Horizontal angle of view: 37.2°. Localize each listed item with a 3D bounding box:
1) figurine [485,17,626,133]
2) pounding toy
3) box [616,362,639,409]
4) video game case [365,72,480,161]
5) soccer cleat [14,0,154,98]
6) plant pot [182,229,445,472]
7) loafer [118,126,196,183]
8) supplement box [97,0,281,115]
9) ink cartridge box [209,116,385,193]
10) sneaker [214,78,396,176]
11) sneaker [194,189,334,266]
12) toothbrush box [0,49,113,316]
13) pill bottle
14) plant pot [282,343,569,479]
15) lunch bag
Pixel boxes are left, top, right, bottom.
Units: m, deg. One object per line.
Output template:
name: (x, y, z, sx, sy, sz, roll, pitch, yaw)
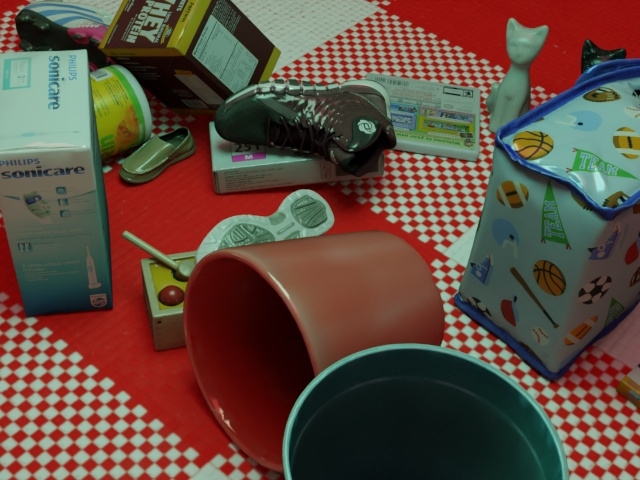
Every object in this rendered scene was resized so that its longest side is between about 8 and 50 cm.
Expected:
figurine: (0.393, -0.265, 1.615, 0.215, 0.209, 0.092, 21, 46, 16)
pounding toy: (-0.195, 0.060, 1.302, 0.130, 0.100, 0.141, -8, 46, -15)
box: (0.477, 0.188, 1.294, 0.136, 0.028, 0.081, -32, 55, -30)
video game case: (0.176, -0.221, 1.683, 0.212, 0.023, 0.193, 9, 44, 2)
soccer cleat: (-0.392, -0.362, 1.702, 0.331, 0.116, 0.143, 26, 46, 19)
plant pot: (0.004, 0.110, 1.174, 0.243, 0.275, 0.275, -20, 49, -37)
loafer: (-0.265, -0.143, 1.538, 0.056, 0.050, 0.148, 33, 50, 25)
supplement box: (-0.210, -0.307, 1.537, 0.191, 0.194, 0.129, 9, 69, 39)
ink cartridge box: (-0.047, -0.188, 1.583, 0.275, 0.060, 0.239, -7, 47, -4)
sneaker: (-0.014, -0.163, 1.446, 0.281, 0.106, 0.162, -9, 49, -8)
sneaker: (-0.084, 0.015, 1.311, 0.232, 0.115, 0.090, -23, 71, -41)
toothbrush box: (-0.358, -0.076, 1.286, 0.126, 0.295, 0.216, -5, 46, -11)
pill bottle: (-0.403, -0.176, 1.497, 0.245, 0.136, 0.136, -27, 53, -29)
plant pot: (0.092, 0.291, 0.987, 0.271, 0.255, 0.272, 2, 45, -2)
lunch bag: (0.394, -0.056, 1.325, 0.385, 0.328, 0.239, -30, 56, -29)
